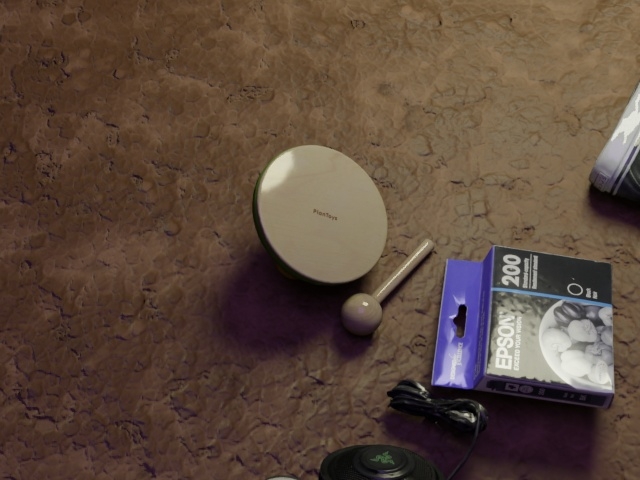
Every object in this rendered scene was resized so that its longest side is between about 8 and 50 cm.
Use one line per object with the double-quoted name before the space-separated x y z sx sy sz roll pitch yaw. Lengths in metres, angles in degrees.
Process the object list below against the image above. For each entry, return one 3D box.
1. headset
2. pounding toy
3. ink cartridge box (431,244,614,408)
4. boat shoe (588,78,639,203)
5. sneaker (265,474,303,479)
"headset" 0.053 0.305 1.259 0.185 0.243 0.394 18 48 33
"pounding toy" 0.000 0.000 1.492 0.237 0.110 0.183 43 57 -9
"ink cartridge box" 0.247 0.098 1.415 0.208 0.045 0.206 7 48 5
"boat shoe" 0.477 -0.185 1.555 0.119 0.121 0.335 29 78 8
"sneaker" -0.137 0.408 1.180 0.169 0.257 0.447 31 68 17
